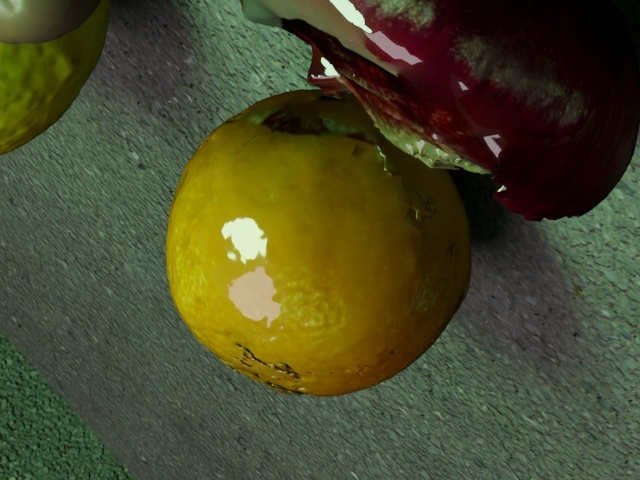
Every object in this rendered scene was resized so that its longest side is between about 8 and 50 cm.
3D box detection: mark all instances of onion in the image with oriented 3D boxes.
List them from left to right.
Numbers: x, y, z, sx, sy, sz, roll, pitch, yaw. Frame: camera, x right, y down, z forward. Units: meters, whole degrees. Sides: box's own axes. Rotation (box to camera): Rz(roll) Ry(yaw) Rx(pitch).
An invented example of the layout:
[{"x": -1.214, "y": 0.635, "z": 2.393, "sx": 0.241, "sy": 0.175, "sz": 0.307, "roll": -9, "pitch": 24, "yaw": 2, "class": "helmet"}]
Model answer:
[{"x": 0.090, "y": -0.144, "z": 1.088, "sx": 0.272, "sy": 0.195, "sz": 0.272, "roll": 36, "pitch": -175, "yaw": -4, "class": "onion"}]

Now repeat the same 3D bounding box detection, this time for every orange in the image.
[{"x": 0.000, "y": 0.000, "z": 1.420, "sx": 0.246, "sy": 0.246, "sz": 0.246, "roll": 38, "pitch": 157, "yaw": 19, "class": "orange"}]

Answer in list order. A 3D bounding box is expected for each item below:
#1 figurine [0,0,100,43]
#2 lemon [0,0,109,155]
[{"x": -0.207, "y": -0.353, "z": 1.190, "sx": 0.276, "sy": 0.248, "sz": 0.388, "roll": -20, "pitch": 117, "yaw": 41, "class": "figurine"}, {"x": -0.344, "y": -0.216, "z": 1.563, "sx": 0.336, "sy": 0.336, "sz": 0.336, "roll": 38, "pitch": 157, "yaw": 19, "class": "lemon"}]
